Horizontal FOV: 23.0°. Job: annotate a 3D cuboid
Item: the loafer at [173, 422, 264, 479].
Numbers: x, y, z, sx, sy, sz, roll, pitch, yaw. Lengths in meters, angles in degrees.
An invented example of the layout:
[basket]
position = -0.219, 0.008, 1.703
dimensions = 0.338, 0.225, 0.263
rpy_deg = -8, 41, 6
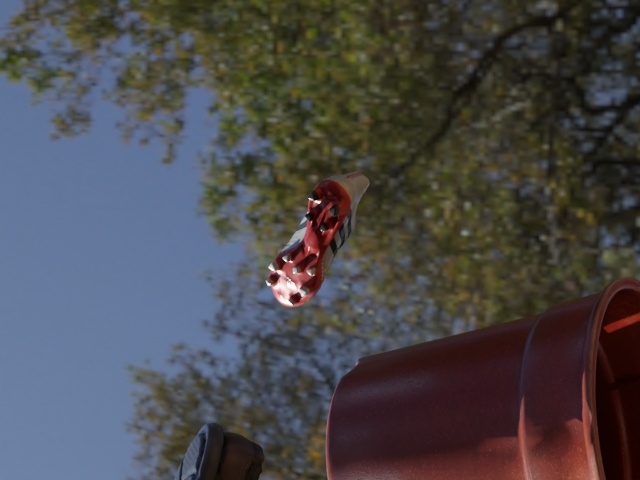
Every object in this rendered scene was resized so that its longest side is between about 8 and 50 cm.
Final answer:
[loafer]
position = -0.077, 0.266, 1.006
dimensions = 0.095, 0.109, 0.303
rpy_deg = 16, -83, -9

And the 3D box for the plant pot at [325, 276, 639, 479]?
[plant pot]
position = 0.165, 0.186, 1.381
dimensions = 0.272, 0.265, 0.272
rpy_deg = 28, -123, -54

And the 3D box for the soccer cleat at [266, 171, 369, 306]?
[soccer cleat]
position = 0.000, 0.000, 0.771
dimensions = 0.035, 0.029, 0.083
rpy_deg = -31, -27, -46
